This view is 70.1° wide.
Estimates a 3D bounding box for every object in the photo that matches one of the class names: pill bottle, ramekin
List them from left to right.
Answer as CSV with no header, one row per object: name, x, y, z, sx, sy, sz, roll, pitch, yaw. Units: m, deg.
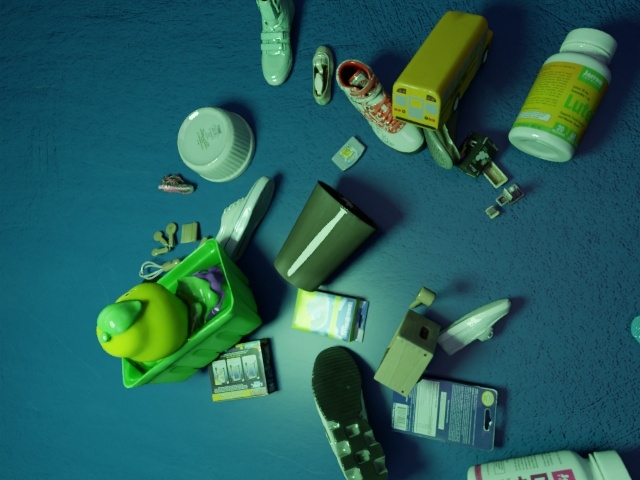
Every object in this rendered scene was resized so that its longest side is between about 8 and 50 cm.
ramekin,-0.298,-0.273,1.272,0.207,0.109,0.207,-2,83,20
pill bottle,0.450,0.504,0.888,0.283,0.160,0.160,-20,78,17
pill bottle,0.513,-0.303,0.957,0.136,0.136,0.245,27,94,21

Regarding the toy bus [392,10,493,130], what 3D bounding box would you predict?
toy bus,0.274,-0.382,0.993,0.108,0.130,0.332,23,63,23

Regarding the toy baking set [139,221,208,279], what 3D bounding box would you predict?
toy baking set,-0.430,0.060,1.317,0.197,0.030,0.256,13,75,29

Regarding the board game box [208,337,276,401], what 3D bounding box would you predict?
board game box,-0.213,0.344,1.212,0.170,0.048,0.141,-13,82,19

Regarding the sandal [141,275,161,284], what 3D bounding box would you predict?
sandal,-0.446,0.143,1.324,0.179,0.040,0.067,11,63,31

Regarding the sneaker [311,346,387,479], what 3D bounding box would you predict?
sneaker,0.055,0.419,1.071,0.122,0.146,0.330,-10,55,-7

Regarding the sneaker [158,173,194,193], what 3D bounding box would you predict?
sneaker,-0.423,-0.170,1.347,0.119,0.047,0.057,8,76,20

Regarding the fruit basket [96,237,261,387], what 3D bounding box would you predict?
fruit basket,-0.373,0.177,1.096,0.392,0.392,0.283,-38,48,13

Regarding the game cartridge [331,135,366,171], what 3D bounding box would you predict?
game cartridge,0.075,-0.222,1.178,0.083,0.017,0.056,-46,75,11

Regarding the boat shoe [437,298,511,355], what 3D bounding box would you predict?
boat shoe,0.347,0.195,1.011,0.184,0.066,0.063,-35,84,13

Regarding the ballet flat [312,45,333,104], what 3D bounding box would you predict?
ballet flat,0.005,-0.444,1.206,0.057,0.052,0.168,-5,83,20

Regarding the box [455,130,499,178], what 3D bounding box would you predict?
box,0.350,-0.195,1.040,0.083,0.052,0.062,-54,35,7

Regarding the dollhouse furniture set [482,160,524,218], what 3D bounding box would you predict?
dollhouse furniture set,0.383,-0.123,1.017,0.091,0.081,0.114,-38,73,13

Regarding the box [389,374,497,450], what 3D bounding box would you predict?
box,0.276,0.382,1.031,0.225,0.036,0.136,5,87,22

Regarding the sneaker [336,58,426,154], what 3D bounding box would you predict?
sneaker,0.139,-0.320,1.094,0.090,0.145,0.270,-42,73,12

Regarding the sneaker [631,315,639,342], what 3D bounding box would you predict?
sneaker,0.724,0.189,0.861,0.229,0.092,0.087,7,89,40

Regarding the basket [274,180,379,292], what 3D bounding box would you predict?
basket,0.000,0.000,1.115,0.227,0.154,0.204,-53,53,13

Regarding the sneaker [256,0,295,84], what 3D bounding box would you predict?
sneaker,-0.137,-0.559,1.218,0.094,0.151,0.256,4,87,19

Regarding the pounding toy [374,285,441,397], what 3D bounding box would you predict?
pounding toy,0.221,0.206,1.008,0.094,0.181,0.206,28,116,11

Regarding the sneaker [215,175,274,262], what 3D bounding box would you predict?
sneaker,-0.216,-0.068,1.229,0.091,0.094,0.258,32,97,16

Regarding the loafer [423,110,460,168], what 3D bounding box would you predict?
loafer,0.277,-0.279,1.049,0.087,0.094,0.251,-17,64,10

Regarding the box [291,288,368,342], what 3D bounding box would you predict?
box,0.023,0.187,1.143,0.178,0.042,0.109,9,88,22
